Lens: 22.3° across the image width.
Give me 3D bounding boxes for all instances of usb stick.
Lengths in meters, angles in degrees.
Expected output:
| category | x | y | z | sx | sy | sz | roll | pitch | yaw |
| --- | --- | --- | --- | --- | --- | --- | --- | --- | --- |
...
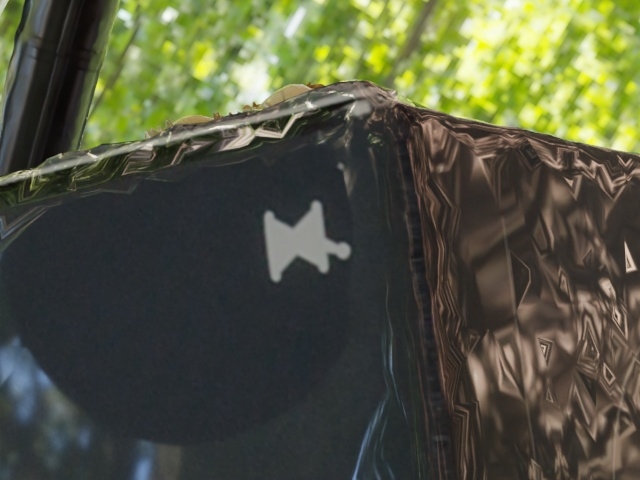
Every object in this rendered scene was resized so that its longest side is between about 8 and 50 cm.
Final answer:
| category | x | y | z | sx | sy | sz | roll | pitch | yaw |
| --- | --- | --- | --- | --- | --- | --- | --- | --- | --- |
| usb stick | -0.140 | -0.037 | 0.784 | 0.045 | 0.278 | 0.077 | 14 | -170 | -17 |

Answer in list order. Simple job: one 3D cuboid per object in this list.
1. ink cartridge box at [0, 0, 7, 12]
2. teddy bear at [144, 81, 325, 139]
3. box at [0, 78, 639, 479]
| category | x | y | z | sx | sy | sz | roll | pitch | yaw |
| --- | --- | --- | --- | --- | --- | --- | --- | --- | --- |
| ink cartridge box | -0.371 | -0.272 | 1.299 | 0.283 | 0.207 | 0.117 | 29 | 152 | -14 |
| teddy bear | 0.000 | 0.000 | 1.303 | 0.338 | 0.245 | 0.113 | 71 | -164 | -50 |
| box | 0.065 | 0.221 | 0.668 | 0.297 | 0.480 | 0.471 | -12 | 170 | 32 |
